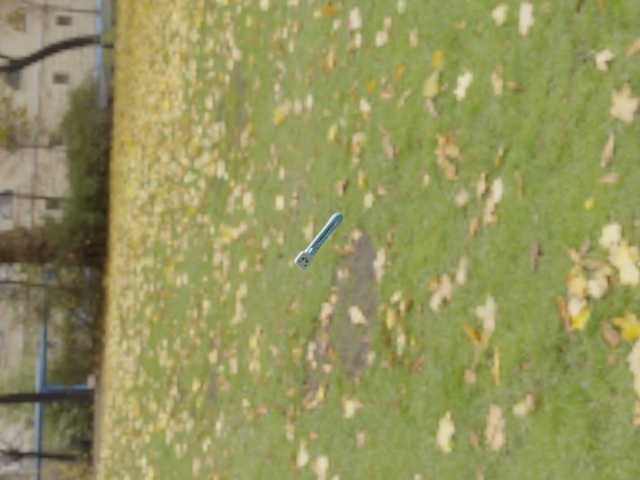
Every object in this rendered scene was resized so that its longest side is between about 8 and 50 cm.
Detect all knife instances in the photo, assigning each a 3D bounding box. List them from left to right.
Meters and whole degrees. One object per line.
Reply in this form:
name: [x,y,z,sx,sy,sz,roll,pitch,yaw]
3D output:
knife: [0.000,0.000,1.505,0.096,0.027,0.010,-52,42,1]
